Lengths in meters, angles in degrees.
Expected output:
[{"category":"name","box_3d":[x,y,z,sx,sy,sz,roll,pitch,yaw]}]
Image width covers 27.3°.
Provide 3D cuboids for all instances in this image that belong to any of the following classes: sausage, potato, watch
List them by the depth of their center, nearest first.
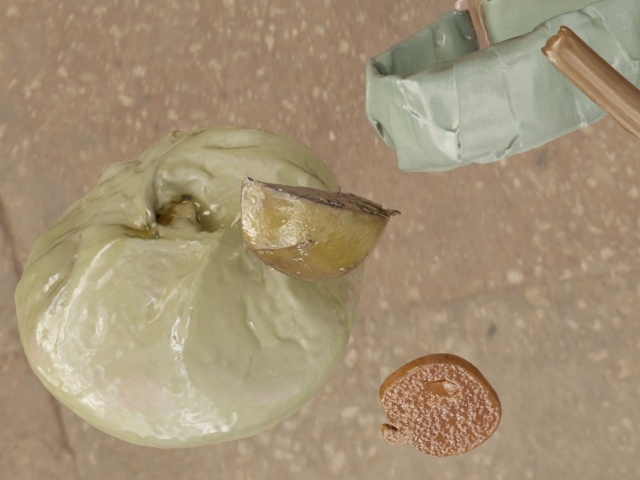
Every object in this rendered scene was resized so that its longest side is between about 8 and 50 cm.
[{"category":"potato","box_3d":[0.001,0.000,0.479,0.037,0.093,0.036,22,97,20]},{"category":"sausage","box_3d":[0.176,-0.081,0.764,0.116,0.026,0.026,39,110,-8]},{"category":"watch","box_3d":[0.170,-0.156,1.158,0.253,0.241,0.161,-6,113,39]}]

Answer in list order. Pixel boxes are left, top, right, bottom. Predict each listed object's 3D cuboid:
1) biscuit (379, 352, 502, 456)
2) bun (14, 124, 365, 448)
[{"category":"biscuit","box_3d":[0.075,0.110,0.863,0.078,0.015,0.091,-29,126,12]},{"category":"bun","box_3d":[-0.130,0.022,1.288,0.361,0.361,0.213,-8,131,3]}]
